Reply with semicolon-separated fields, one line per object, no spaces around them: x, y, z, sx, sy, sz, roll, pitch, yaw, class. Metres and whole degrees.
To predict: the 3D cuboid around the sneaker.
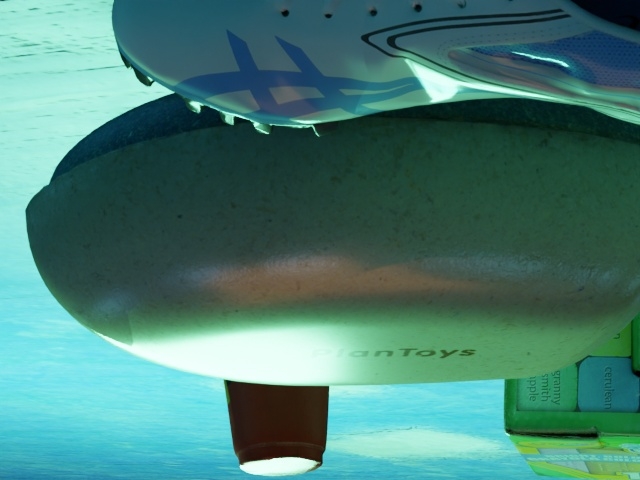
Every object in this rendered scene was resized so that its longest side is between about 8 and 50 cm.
0.042;-0.082;0.571;0.237;0.085;0.086;3;140;19;sneaker

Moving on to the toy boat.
0.000;0.000;0.812;0.267;0.148;0.318;2;160;-12;toy boat

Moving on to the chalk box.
0.161;0.044;0.915;0.132;0.132;0.213;1;165;13;chalk box
